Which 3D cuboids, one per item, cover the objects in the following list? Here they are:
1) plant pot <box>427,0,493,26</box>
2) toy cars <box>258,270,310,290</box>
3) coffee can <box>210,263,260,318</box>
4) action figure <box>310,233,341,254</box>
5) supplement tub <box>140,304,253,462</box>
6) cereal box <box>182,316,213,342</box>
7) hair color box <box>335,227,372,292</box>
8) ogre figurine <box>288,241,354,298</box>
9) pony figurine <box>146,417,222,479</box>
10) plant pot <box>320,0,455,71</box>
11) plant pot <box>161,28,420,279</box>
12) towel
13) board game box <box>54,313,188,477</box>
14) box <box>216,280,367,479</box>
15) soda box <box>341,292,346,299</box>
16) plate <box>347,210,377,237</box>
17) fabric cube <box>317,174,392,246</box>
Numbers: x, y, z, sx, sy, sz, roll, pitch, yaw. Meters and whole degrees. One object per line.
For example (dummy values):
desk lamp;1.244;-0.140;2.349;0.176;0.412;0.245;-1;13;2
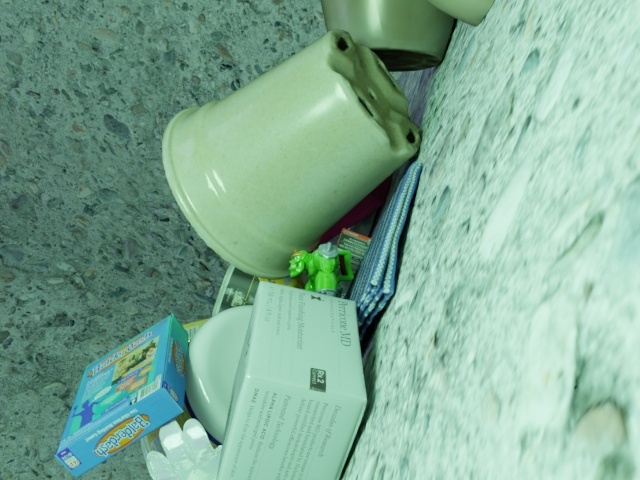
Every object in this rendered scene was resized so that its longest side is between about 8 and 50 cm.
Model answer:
plant pot;0.151;-0.427;0.760;0.284;0.190;0.284;18;-90;-90
toy cars;-0.072;0.049;1.255;0.087;0.177;0.394;-30;15;2
coffee can;-0.099;0.164;1.515;0.201;0.275;0.202;19;-90;-90
action figure;0.000;0.000;1.741;0.330;0.178;0.342;131;120;-71
supplement tub;-0.156;0.280;1.065;0.331;0.241;0.241;-48;16;45
cereal box;-0.159;0.224;1.239;0.240;0.172;0.047;74;-179;-51
hair color box;0.051;0.041;1.093;0.141;0.071;0.043;111;179;-60
ogre figurine;0.001;0.071;0.969;0.197;0.096;0.118;41;-128;-74
pony figurine;-0.202;0.444;0.768;0.302;0.351;0.363;-25;14;23
plant pot;0.119;-0.447;1.086;0.323;0.322;0.281;-72;-15;-87
plant pot;-0.025;-0.153;1.015;0.305;0.334;0.334;-33;21;30
towel;0.063;0.080;0.896;0.336;0.040;0.243;111;180;-47
board game box;-0.260;0.200;0.867;0.160;0.047;0.210;-32;22;3
box;-0.035;0.172;0.694;0.181;0.118;0.182;-92;17;-64
soda box;0.032;0.110;1.194;0.183;0.062;0.058;-70;-1;-52
plate;0.104;-0.072;1.516;0.278;0.045;0.278;109;-179;-60
fabric cube;-0.014;-0.181;1.369;0.254;0.258;0.259;-32;27;39
